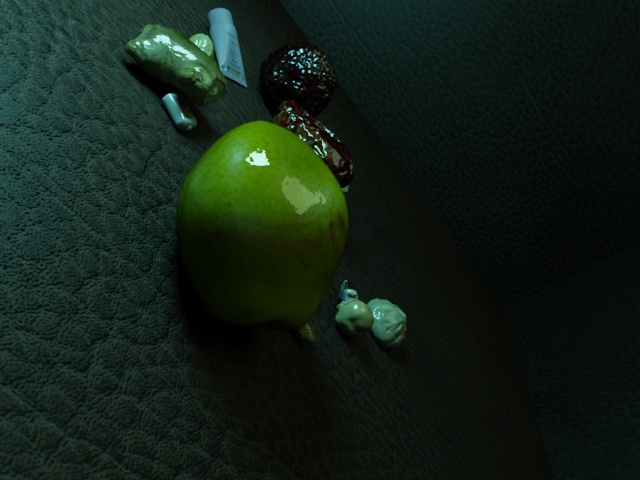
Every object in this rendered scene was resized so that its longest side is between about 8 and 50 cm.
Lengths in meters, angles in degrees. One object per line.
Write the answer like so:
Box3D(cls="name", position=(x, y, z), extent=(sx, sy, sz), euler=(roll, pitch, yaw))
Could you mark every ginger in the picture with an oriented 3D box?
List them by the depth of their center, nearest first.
Box3D(cls="ginger", position=(-0.081, 0.159, 1.223), extent=(0.214, 0.059, 0.133), euler=(65, 16, 15))
Box3D(cls="ginger", position=(-0.366, -0.453, 1.303), extent=(0.276, 0.130, 0.221), euler=(17, 31, -31))

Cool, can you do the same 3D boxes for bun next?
Box3D(cls="bun", position=(0.229, 0.267, 1.649), extent=(0.183, 0.102, 0.183), euler=(43, 29, -31))

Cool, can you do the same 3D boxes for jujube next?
Box3D(cls="jujube", position=(-0.039, -0.304, 1.647), extent=(0.342, 0.216, 0.216), euler=(57, 22, 10))

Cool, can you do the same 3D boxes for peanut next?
Box3D(cls="peanut", position=(-0.367, -0.532, 1.496), extent=(0.098, 0.103, 0.229), euler=(52, 21, -47))

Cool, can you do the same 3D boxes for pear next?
Box3D(cls="pear", position=(-0.118, -0.027, 1.018), extent=(0.362, 0.362, 0.418), euler=(15, 73, -58))

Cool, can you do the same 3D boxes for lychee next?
Box3D(cls="lychee", position=(-0.084, -0.616, 1.936), extent=(0.306, 0.306, 0.330), euler=(47, 21, -22))

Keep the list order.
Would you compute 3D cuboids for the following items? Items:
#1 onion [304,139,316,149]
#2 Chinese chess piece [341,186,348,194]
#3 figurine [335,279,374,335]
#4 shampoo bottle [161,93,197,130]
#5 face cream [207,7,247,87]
Box3D(cls="onion", position=(-0.109, -0.240, 1.494), extent=(0.140, 0.218, 0.195), euler=(72, -9, -60))
Box3D(cls="Chinese chess piece", position=(0.003, -0.256, 1.886), extent=(0.250, 0.103, 0.249), euler=(44, 27, -29))
Box3D(cls="figurine", position=(0.097, 0.198, 1.479), extent=(0.196, 0.108, 0.114), euler=(-94, 167, -61))
Box3D(cls="shampoo bottle", position=(-0.365, -0.332, 1.309), extent=(0.099, 0.043, 0.072), euler=(59, 20, 6))
Box3D(cls="face cream", position=(-0.342, -0.700, 1.813), extent=(0.154, 0.096, 0.273), euler=(8, 66, -66))
